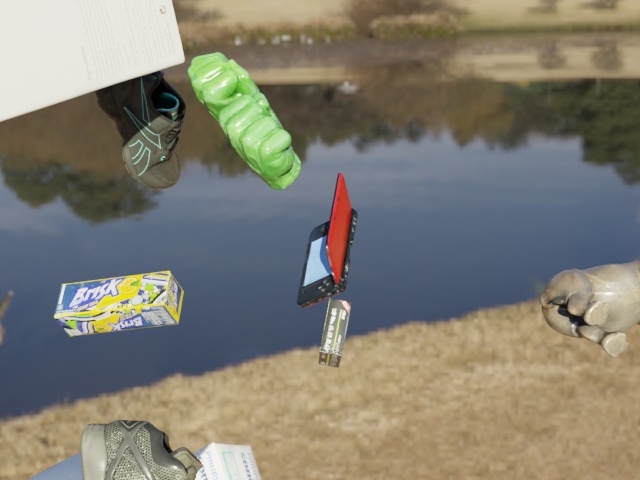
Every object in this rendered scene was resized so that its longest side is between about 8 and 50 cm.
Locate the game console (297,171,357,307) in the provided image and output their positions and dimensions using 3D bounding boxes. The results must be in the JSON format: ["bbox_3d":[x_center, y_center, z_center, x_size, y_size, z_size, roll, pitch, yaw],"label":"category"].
[{"bbox_3d":[0.000,0.000,1.584,0.124,0.085,0.144,-26,38,36],"label":"game console"}]

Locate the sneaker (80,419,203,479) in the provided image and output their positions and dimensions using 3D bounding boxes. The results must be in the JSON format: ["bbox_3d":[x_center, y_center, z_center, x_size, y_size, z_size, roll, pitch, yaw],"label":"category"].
[{"bbox_3d":[-0.197,0.314,1.319,0.130,0.227,0.087,-9,-18,3],"label":"sneaker"}]

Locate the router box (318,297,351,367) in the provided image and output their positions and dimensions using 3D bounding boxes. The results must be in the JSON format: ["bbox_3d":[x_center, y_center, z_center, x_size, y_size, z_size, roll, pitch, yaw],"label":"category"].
[{"bbox_3d":[0.023,0.156,1.932,0.038,0.092,0.122,11,-15,3],"label":"router box"}]

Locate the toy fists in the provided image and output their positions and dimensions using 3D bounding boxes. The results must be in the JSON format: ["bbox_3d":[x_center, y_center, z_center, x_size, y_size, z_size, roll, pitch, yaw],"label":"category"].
[{"bbox_3d":[-0.128,-0.211,1.927,0.096,0.142,0.279,-38,54,4],"label":"toy fists"}]

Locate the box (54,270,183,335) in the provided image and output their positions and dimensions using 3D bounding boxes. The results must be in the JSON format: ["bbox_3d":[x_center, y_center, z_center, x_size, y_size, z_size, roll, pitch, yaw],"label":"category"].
[{"bbox_3d":[-0.281,0.089,1.616,0.169,0.054,0.059,-7,51,15],"label":"box"}]

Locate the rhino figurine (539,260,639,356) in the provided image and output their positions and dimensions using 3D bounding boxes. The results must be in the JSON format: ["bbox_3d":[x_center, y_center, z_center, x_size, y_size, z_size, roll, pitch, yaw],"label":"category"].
[{"bbox_3d":[0.333,0.057,1.192,0.243,0.073,0.106,-7,19,-28],"label":"rhino figurine"}]

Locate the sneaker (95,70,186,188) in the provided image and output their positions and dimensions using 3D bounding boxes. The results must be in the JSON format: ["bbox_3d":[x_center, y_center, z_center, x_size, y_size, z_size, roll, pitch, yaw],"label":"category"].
[{"bbox_3d":[-0.259,-0.172,1.799,0.106,0.267,0.101,0,54,17],"label":"sneaker"}]

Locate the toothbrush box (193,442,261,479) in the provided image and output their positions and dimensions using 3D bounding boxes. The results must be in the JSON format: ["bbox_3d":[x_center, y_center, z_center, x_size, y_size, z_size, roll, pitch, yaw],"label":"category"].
[{"bbox_3d":[-0.240,0.531,2.136,0.295,0.216,0.126,-30,-25,22],"label":"toothbrush box"}]

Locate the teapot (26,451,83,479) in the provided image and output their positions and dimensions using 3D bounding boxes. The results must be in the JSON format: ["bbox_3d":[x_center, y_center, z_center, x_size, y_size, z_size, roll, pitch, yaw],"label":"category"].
[{"bbox_3d":[-0.418,0.471,1.924,0.252,0.187,0.256,-28,-8,-12],"label":"teapot"}]

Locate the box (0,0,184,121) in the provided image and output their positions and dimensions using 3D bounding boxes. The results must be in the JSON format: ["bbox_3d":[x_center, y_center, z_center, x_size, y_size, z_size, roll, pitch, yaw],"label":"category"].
[{"bbox_3d":[-0.380,-0.260,1.464,0.215,0.168,0.345,4,23,41],"label":"box"}]
